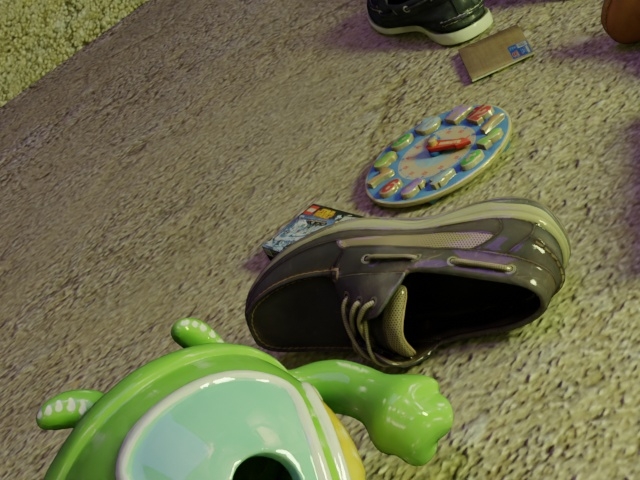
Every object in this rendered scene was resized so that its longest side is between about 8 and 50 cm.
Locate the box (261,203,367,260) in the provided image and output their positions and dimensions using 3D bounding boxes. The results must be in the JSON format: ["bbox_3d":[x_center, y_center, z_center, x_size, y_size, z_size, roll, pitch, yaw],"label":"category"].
[{"bbox_3d":[0.000,0.000,1.536,0.094,0.027,0.137,-40,28,-20],"label":"box"}]

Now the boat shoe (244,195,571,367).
[{"bbox_3d":[0.073,0.052,1.252,0.355,0.132,0.130,-17,27,24],"label":"boat shoe"}]

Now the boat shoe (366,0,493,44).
[{"bbox_3d":[0.155,-0.401,2.020,0.127,0.113,0.340,-32,26,-7],"label":"boat shoe"}]

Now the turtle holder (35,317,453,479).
[{"bbox_3d":[-0.057,0.217,1.014,0.320,0.243,0.227,2,19,-43],"label":"turtle holder"}]

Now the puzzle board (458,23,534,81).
[{"bbox_3d":[0.255,-0.272,1.806,0.096,0.011,0.128,-23,27,8],"label":"puzzle board"}]

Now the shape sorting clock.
[{"bbox_3d":[0.148,-0.112,1.582,0.206,0.040,0.206,-22,26,12],"label":"shape sorting clock"}]

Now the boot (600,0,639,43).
[{"bbox_3d":[0.463,-0.266,1.508,0.283,0.109,0.220,-31,46,40],"label":"boot"}]
